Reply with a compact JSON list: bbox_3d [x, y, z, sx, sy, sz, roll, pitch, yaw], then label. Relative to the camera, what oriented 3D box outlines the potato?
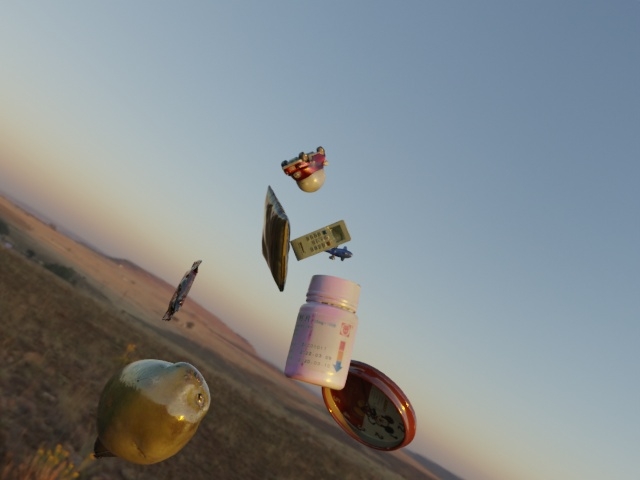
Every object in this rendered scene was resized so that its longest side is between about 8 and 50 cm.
[{"bbox_3d":[-0.421,0.420,1.330,0.327,0.243,0.221,-8,-45,41],"label":"potato"}]

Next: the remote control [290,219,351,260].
[{"bbox_3d":[0.000,0.000,1.411,0.061,0.162,0.029,69,16,-1],"label":"remote control"}]

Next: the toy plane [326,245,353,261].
[{"bbox_3d":[0.038,0.038,1.755,0.167,0.054,0.062,9,-7,37],"label":"toy plane"}]

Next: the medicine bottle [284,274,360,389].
[{"bbox_3d":[0.011,0.220,1.297,0.152,0.254,0.152,12,-16,3],"label":"medicine bottle"}]

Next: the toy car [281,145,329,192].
[{"bbox_3d":[-0.037,-0.185,1.479,0.112,0.139,0.112,-19,-83,30],"label":"toy car"}]

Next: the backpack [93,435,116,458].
[{"bbox_3d":[-0.692,0.692,1.864,0.165,0.120,0.106,23,19,-41],"label":"backpack"}]

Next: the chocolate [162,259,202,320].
[{"bbox_3d":[-0.367,0.130,1.420,0.028,0.182,0.086,30,-18,-22],"label":"chocolate"}]

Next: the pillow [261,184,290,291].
[{"bbox_3d":[-0.116,-0.008,1.392,0.052,0.208,0.212,-2,29,-17],"label":"pillow"}]

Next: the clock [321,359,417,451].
[{"bbox_3d":[0.142,0.481,1.585,0.319,0.080,0.318,21,-51,29],"label":"clock"}]
